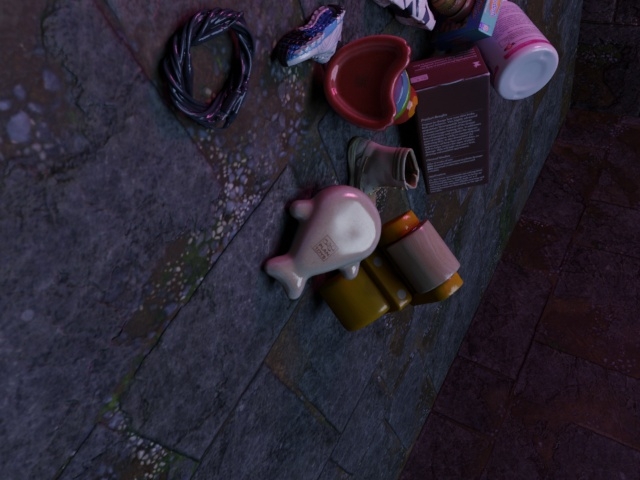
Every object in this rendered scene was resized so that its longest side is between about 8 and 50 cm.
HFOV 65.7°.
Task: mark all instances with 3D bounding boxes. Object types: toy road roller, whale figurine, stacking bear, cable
[{"bbox_3d":[0.147,0.094,1.185,0.241,0.202,0.329,-37,-179,-24],"label":"toy road roller"},{"bbox_3d":[0.000,0.000,1.076,0.272,0.141,0.216,-44,107,-8],"label":"whale figurine"},{"bbox_3d":[0.131,-0.318,1.072,0.289,0.164,0.175,-13,118,-67],"label":"stacking bear"},{"bbox_3d":[-0.163,-0.268,0.747,0.151,0.047,0.184,26,87,-54],"label":"cable"}]

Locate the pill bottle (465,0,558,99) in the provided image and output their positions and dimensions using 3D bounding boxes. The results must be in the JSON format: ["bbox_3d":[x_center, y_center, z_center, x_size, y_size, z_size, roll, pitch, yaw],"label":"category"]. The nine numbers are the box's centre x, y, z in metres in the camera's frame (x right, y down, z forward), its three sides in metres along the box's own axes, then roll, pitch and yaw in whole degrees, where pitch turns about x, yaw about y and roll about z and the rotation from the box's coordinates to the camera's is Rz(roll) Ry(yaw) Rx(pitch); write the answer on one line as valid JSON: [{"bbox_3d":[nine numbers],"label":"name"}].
[{"bbox_3d":[0.479,-0.518,1.298,0.160,0.160,0.283,52,18,-55],"label":"pill bottle"}]

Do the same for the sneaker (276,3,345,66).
[{"bbox_3d":[-0.009,-0.357,0.914,0.190,0.071,0.083,-49,149,-31],"label":"sneaker"}]

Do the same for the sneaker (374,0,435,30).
[{"bbox_3d":[0.214,-0.580,1.117,0.235,0.094,0.153,3,112,-48],"label":"sneaker"}]

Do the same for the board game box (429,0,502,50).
[{"bbox_3d":[0.379,-0.591,1.278,0.047,0.210,0.160,15,95,-23],"label":"board game box"}]

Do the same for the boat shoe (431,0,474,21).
[{"bbox_3d":[0.341,-0.709,1.232,0.105,0.111,0.307,16,76,-29],"label":"boat shoe"}]

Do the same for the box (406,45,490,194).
[{"bbox_3d":[0.358,-0.314,1.371,0.381,0.191,0.143,68,16,-50],"label":"box"}]

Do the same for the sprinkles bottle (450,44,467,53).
[{"bbox_3d":[0.458,-0.443,1.556,0.121,0.121,0.355,-38,136,-43],"label":"sprinkles bottle"}]

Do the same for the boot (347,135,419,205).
[{"bbox_3d":[0.153,-0.138,1.191,0.077,0.165,0.213,-43,138,-37],"label":"boot"}]
